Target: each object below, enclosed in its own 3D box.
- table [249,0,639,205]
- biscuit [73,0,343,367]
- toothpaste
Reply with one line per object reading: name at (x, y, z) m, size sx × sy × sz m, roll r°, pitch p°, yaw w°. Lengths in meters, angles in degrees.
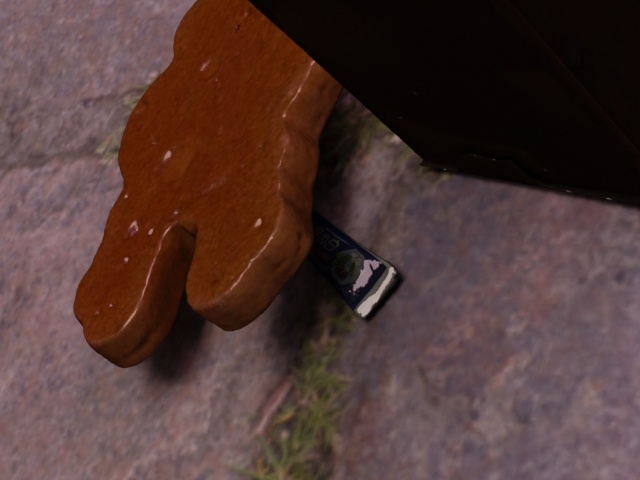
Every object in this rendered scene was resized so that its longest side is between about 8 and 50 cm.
table at (0.120, -0.208, 0.979) m, size 0.196 × 0.250 × 0.282 m, roll 12°, pitch 69°, yaw 46°
biscuit at (-0.060, -0.067, 1.166) m, size 0.202 × 0.047 × 0.334 m, roll -23°, pitch 43°, yaw 37°
toothpaste at (0.000, 0.000, 1.107) m, size 0.037 × 0.021 × 0.140 m, roll -52°, pitch 45°, yaw 4°
